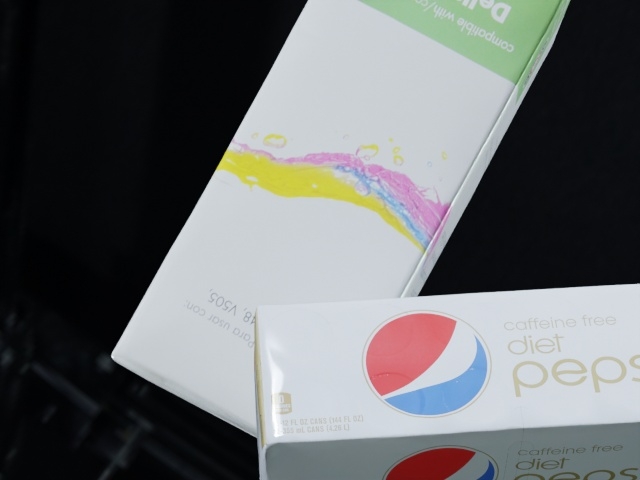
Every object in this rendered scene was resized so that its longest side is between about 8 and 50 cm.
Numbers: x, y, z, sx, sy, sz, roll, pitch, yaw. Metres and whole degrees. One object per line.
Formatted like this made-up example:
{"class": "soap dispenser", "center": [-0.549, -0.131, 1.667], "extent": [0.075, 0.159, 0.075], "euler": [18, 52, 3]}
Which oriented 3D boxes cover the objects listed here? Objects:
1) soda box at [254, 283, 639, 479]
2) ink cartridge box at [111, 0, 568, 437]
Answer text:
{"class": "soda box", "center": [0.080, 0.069, 0.780], "extent": [0.216, 0.074, 0.069], "euler": [-4, -38, -3]}
{"class": "ink cartridge box", "center": [0.000, 0.000, 0.970], "extent": [0.119, 0.207, 0.353], "euler": [28, -92, 5]}
